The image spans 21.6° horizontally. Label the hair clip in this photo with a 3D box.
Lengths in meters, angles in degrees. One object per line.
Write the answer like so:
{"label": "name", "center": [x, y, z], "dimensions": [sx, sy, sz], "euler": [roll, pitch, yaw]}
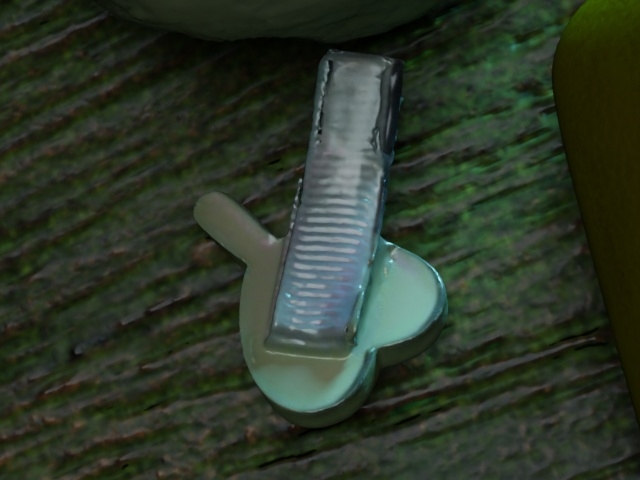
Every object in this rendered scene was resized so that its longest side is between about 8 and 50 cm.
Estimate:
{"label": "hair clip", "center": [-0.002, 0.000, 0.972], "dimensions": [0.159, 0.071, 0.218], "euler": [4, 70, 16]}

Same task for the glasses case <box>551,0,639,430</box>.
{"label": "glasses case", "center": [0.237, 0.024, 0.868], "dimensions": [0.173, 0.141, 0.371], "euler": [-20, 75, 24]}

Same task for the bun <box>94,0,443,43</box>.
{"label": "bun", "center": [-0.042, -0.268, 0.975], "dimensions": [0.359, 0.211, 0.360], "euler": [1, 78, -4]}
